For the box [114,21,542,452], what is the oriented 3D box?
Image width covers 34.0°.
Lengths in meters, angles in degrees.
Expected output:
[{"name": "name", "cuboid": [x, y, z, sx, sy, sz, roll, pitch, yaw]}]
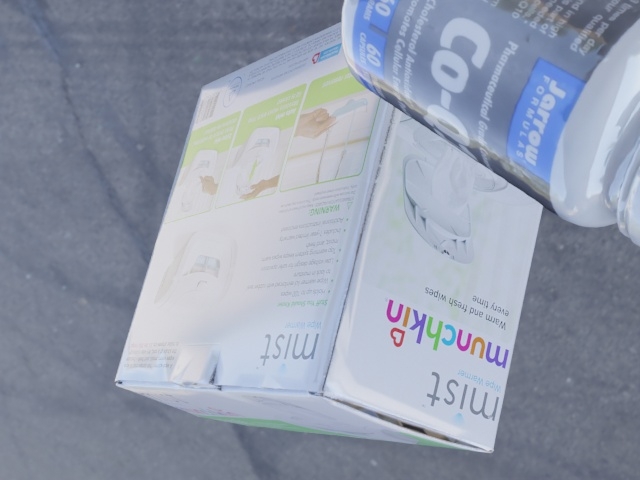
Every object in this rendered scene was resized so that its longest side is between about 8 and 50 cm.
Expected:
[{"name": "box", "cuboid": [0.000, 0.000, 0.656, 0.127, 0.231, 0.262, 23, 162, -30]}]

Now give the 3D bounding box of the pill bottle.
[{"name": "pill bottle", "cuboid": [0.078, -0.053, 0.334, 0.137, 0.078, 0.078, 39, 145, 33]}]
